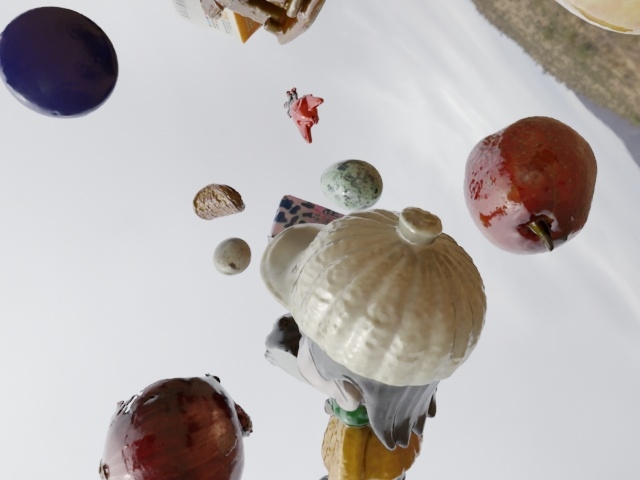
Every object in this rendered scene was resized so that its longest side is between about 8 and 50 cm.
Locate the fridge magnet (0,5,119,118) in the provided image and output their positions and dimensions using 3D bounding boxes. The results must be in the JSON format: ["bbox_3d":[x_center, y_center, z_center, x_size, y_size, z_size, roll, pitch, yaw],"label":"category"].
[{"bbox_3d":[-0.625,-0.424,1.246,0.265,0.265,0.113,41,169,-17],"label":"fridge magnet"}]

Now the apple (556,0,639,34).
[{"bbox_3d":[0.334,-0.389,0.463,0.391,0.391,0.346,25,-103,-37],"label":"apple"}]

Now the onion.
[{"bbox_3d":[-0.309,0.461,1.121,0.341,0.341,0.341,34,-146,-27],"label":"onion"}]

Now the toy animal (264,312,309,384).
[{"bbox_3d":[-0.001,0.227,1.331,0.212,0.212,0.266,44,-112,-12],"label":"toy animal"}]

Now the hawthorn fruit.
[{"bbox_3d":[0.458,-0.099,1.125,0.285,0.285,0.369,39,-146,-19],"label":"hawthorn fruit"}]

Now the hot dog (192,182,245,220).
[{"bbox_3d":[-0.264,-0.099,1.360,0.099,0.147,0.065,56,-146,-35],"label":"hot dog"}]

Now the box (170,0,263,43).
[{"bbox_3d":[-0.252,-0.582,1.113,0.221,0.274,0.091,29,-112,20],"label":"box"}]

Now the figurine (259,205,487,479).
[{"bbox_3d":[0.064,0.128,0.503,0.185,0.204,0.332,-44,-55,-58],"label":"figurine"}]

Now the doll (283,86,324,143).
[{"bbox_3d":[-0.047,-0.313,1.246,0.057,0.109,0.169,-2,-147,-36],"label":"doll"}]

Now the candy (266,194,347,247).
[{"bbox_3d":[0.000,0.000,0.796,0.160,0.073,0.092,20,-122,5],"label":"candy"}]

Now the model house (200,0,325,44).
[{"bbox_3d":[-0.090,-0.419,0.709,0.229,0.199,0.219,12,-91,-22],"label":"model house"}]

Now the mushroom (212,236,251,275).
[{"bbox_3d":[-0.176,0.038,1.072,0.079,0.085,0.085,48,-159,-56],"label":"mushroom"}]

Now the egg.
[{"bbox_3d":[0.076,-0.140,1.311,0.132,0.172,0.132,-28,-55,-51],"label":"egg"}]
